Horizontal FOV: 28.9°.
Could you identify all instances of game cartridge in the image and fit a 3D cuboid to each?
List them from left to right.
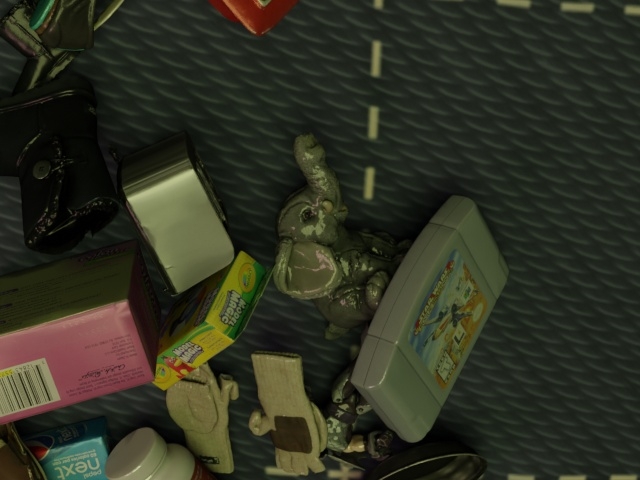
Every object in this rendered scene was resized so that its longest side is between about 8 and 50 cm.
[{"bbox_3d":[0.150,0.099,1.642,0.297,0.062,0.198,-60,147,-19],"label":"game cartridge"}]

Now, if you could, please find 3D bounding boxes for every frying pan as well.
[{"bbox_3d":[0.097,0.376,1.826,0.326,0.053,0.197,-35,147,27],"label":"frying pan"}]

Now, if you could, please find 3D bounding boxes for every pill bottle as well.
[{"bbox_3d":[-0.203,0.367,1.763,0.121,0.121,0.216,-35,118,7],"label":"pill bottle"}]

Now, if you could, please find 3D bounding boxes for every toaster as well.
[{"bbox_3d":[-0.192,-0.045,1.619,0.110,0.168,0.185,-26,110,1],"label":"toaster"}]

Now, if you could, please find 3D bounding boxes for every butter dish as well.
[{"bbox_3d":[-0.106,-0.342,1.558,0.160,0.118,0.160,48,58,-16],"label":"butter dish"}]

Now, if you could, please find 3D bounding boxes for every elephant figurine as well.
[{"bbox_3d":[0.000,0.000,1.663,0.239,0.169,0.186,35,77,-16],"label":"elephant figurine"}]

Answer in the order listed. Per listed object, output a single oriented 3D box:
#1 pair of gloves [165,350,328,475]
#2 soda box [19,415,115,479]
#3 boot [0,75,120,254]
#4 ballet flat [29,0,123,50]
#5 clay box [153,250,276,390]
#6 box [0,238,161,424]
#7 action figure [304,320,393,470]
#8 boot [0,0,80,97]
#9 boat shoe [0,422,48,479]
[{"bbox_3d":[-0.104,0.238,1.744,0.240,0.042,0.204,-4,116,27],"label":"pair of gloves"},{"bbox_3d":[-0.401,0.319,1.773,0.210,0.067,0.071,-14,109,-1],"label":"soda box"},{"bbox_3d":[-0.376,-0.076,1.557,0.246,0.207,0.094,-20,151,11],"label":"boot"},{"bbox_3d":[-0.266,-0.364,1.544,0.096,0.095,0.280,22,102,-27],"label":"ballet flat"},{"bbox_3d":[-0.149,0.101,1.636,0.053,0.127,0.222,36,138,-14],"label":"clay box"},{"bbox_3d":[-0.328,0.114,1.617,0.213,0.243,0.117,-16,110,0],"label":"box"},{"bbox_3d":[0.043,0.225,1.768,0.185,0.099,0.285,27,108,-21],"label":"action figure"},{"bbox_3d":[-0.380,-0.243,1.598,0.121,0.045,0.099,-44,108,4],"label":"boot"},{"bbox_3d":[-0.444,0.295,1.684,0.095,0.095,0.257,-28,77,-4],"label":"boat shoe"}]
